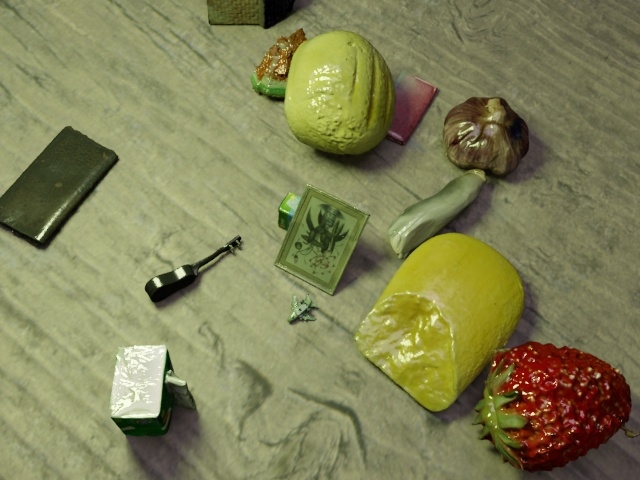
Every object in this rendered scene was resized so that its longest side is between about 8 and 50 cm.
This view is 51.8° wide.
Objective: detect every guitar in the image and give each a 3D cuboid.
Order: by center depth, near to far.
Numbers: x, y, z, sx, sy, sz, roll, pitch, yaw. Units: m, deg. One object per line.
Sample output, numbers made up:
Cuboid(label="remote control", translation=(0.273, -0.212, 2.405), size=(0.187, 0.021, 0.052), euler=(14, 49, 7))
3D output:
Cuboid(label="guitar", translation=(-0.297, 0.065, 1.598), size=(0.271, 0.084, 0.038), euler=(-30, 73, -25))

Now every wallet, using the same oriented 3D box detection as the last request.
Cuboid(label="wallet", translation=(-0.675, -0.143, 1.680), size=(0.170, 0.044, 0.321), euler=(27, 62, 8))
Cuboid(label="wallet", translation=(0.237, -0.381, 1.880), size=(0.119, 0.025, 0.232), euler=(28, 65, 9))

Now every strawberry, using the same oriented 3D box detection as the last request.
Cuboid(label="strawberry", translation=(0.515, 0.353, 1.398), size=(0.343, 0.292, 0.292), euler=(-2, 64, -4))

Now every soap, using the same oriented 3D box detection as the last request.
Cuboid(label="soap", translation=(0.302, 0.166, 1.566), size=(0.306, 0.115, 0.427), euler=(35, 66, 16))

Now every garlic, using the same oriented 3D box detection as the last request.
Cuboid(label="garlic", translation=(0.450, -0.291, 1.777), size=(0.244, 0.160, 0.245), euler=(2, 64, -4))

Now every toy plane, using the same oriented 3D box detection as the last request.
Cuboid(label="toy plane", translation=(-0.048, 0.166, 1.582), size=(0.083, 0.033, 0.080), euler=(-40, 88, -21))

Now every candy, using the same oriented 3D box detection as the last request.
Cuboid(label="candy", translation=(-0.011, -0.036, 1.650), size=(0.194, 0.097, 0.062), euler=(27, 66, 8))

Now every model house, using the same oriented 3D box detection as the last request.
Cuboid(label="model house", translation=(-0.191, -0.798, 1.938), size=(0.284, 0.243, 0.299), euler=(4, 75, -8))

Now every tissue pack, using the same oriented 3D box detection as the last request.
Cuboid(label="tissue pack", translation=(-0.344, 0.320, 1.386), size=(0.156, 0.209, 0.148), euler=(0, 63, -7))

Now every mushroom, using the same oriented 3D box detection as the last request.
Cuboid(label="mushroom", translation=(0.302, -0.077, 1.693), size=(0.351, 0.109, 0.097), euler=(-35, 104, -21))

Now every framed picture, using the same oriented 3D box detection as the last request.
Cuboid(label="framed picture", translation=(0.000, 0.000, 1.593), size=(0.173, 0.231, 0.010), euler=(26, 20, 9))

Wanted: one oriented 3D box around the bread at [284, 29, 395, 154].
Cuboid(label="bread", translation=(0.056, -0.378, 1.712), size=(0.237, 0.320, 0.321), euler=(1, 60, 25))

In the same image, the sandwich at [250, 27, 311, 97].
Cuboid(label="sandwich", translation=(-0.096, -0.486, 1.834), size=(0.184, 0.160, 0.109), euler=(-19, 47, -22))
